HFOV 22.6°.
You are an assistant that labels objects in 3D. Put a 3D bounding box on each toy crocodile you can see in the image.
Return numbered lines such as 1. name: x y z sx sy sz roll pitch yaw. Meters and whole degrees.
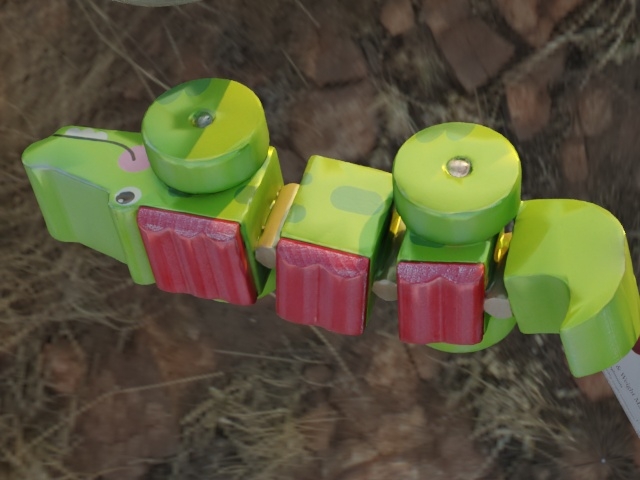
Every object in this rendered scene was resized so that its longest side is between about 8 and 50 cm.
1. toy crocodile: 0.000 0.000 0.837 0.340 0.115 0.105 11 49 15

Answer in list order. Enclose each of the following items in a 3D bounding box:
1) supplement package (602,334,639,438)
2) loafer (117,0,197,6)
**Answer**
1. supplement package: 0.412 0.129 1.600 0.149 0.203 0.194 -27 85 -29
2. loafer: -0.057 -0.194 0.851 0.092 0.268 0.102 -14 113 40
